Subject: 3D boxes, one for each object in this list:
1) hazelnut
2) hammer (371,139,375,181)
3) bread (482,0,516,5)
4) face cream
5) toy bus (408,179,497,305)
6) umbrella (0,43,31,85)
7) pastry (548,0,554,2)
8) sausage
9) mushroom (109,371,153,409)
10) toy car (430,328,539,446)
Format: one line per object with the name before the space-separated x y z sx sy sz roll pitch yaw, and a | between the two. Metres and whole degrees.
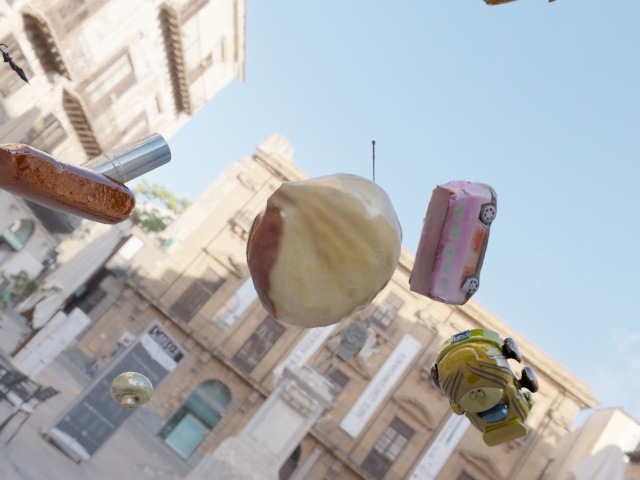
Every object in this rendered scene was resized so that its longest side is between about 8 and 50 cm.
hazelnut | 0.000 0.000 1.004 0.261 0.261 0.241 10 -42 55
hammer | 0.125 -0.173 1.536 0.029 0.122 0.014 -2 -1 25
bread | 0.308 -0.456 1.096 0.114 0.211 0.083 -6 -57 15
face cream | -0.442 -0.151 1.395 0.077 0.250 0.077 35 -38 33
toy bus | 0.318 0.004 1.573 0.147 0.302 0.127 8 9 -25
umbrella | -0.573 -0.327 1.224 0.122 0.022 0.013 90 -10 -66
pastry | 0.282 -0.373 0.677 0.154 0.102 0.249 25 -65 25
sausage | -0.459 -0.095 1.172 0.097 0.093 0.348 1 -9 24
mushroom | -0.377 0.301 1.307 0.084 0.067 0.083 -3 -42 -2
toy car | 0.350 0.318 1.397 0.200 0.142 0.248 -29 -73 23
